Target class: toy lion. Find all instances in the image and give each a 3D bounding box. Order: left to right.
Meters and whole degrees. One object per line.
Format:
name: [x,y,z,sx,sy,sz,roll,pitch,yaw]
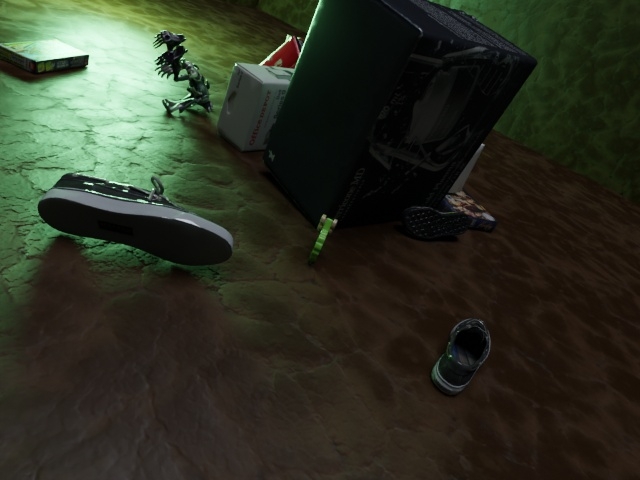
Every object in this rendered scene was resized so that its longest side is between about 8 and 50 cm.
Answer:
toy lion: [0.000,0.000,0.933,0.034,0.096,0.100,23,-10,-1]

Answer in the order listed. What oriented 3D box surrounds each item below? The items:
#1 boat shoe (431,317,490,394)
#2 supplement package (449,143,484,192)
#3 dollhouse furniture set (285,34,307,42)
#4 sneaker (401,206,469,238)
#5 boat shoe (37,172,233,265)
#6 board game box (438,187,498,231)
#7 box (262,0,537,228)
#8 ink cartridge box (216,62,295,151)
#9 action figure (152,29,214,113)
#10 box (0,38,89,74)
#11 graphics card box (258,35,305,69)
boat shoe: [0.268,0.188,0.819,0.080,0.076,0.228,37,33,22]
supplement package: [0.335,-0.300,1.457,0.175,0.177,0.293,-5,40,-35]
dollhouse furniture set: [-0.022,-0.653,1.767,0.135,0.259,0.262,38,33,28]
sneaker: [0.301,-0.050,1.245,0.234,0.084,0.097,5,10,-30]
boat shoe: [-0.292,-0.043,0.761,0.306,0.113,0.105,11,46,-4]
board game box: [0.436,-0.122,1.460,0.165,0.042,0.243,6,34,-27]
box: [0.180,-0.315,1.114,0.471,0.480,0.297,-10,50,-39]
ink cartridge box: [-0.132,-0.380,1.311,0.121,0.211,0.289,41,35,24]
action figure: [-0.400,-0.458,1.296,0.141,0.276,0.164,-20,70,-3]
box: [-0.761,-0.513,1.255,0.114,0.036,0.207,24,30,1]
graphics card box: [-0.039,-0.538,1.547,0.371,0.233,0.094,-2,71,-52]
